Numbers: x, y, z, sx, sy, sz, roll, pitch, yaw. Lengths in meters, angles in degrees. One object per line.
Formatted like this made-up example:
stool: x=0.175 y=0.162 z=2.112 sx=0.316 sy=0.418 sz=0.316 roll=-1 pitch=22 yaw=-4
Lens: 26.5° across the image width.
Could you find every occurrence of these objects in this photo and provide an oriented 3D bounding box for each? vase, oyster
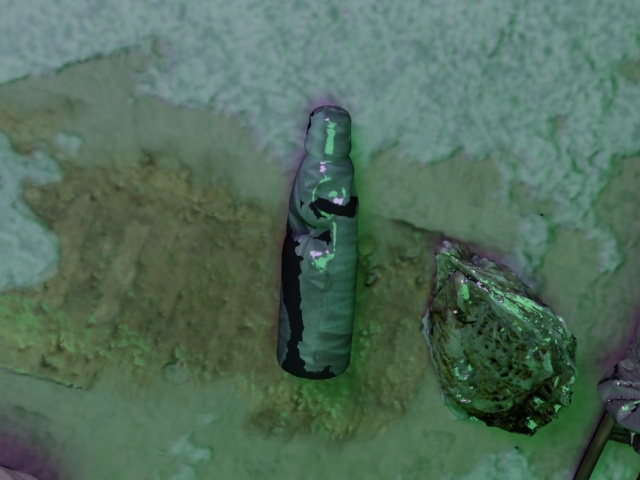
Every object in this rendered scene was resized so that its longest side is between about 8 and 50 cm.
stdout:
vase: x=0.000 y=0.000 z=1.028 sx=0.060 sy=0.060 sz=0.211 roll=0 pitch=111 yaw=-8
oyster: x=0.143 y=0.083 z=1.084 sx=0.125 sy=0.064 sz=0.177 roll=2 pitch=123 yaw=7

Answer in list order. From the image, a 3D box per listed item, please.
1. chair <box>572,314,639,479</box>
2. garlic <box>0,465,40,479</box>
chair: x=0.316 y=0.123 z=1.071 sx=0.186 sy=0.160 sz=0.319 roll=13 pitch=110 yaw=-7
garlic: x=-0.309 y=0.197 z=1.030 sx=0.199 sy=0.199 sz=0.225 roll=-22 pitch=83 yaw=1
